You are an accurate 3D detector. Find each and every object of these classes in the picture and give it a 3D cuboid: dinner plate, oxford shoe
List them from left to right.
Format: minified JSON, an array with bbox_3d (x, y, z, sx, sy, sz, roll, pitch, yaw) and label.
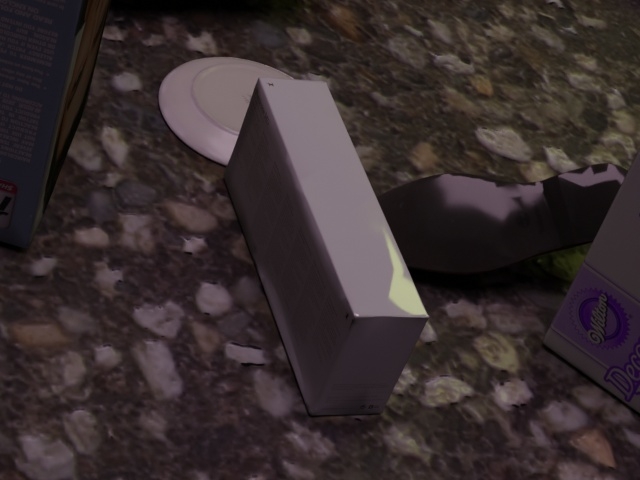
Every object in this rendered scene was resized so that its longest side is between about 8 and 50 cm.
[{"bbox_3d":[-0.056,-0.103,1.447,0.141,0.017,0.141,13,39,-11],"label":"dinner plate"},{"bbox_3d":[0.131,-0.010,1.391,0.212,0.076,0.076,-5,81,-10],"label":"oxford shoe"}]

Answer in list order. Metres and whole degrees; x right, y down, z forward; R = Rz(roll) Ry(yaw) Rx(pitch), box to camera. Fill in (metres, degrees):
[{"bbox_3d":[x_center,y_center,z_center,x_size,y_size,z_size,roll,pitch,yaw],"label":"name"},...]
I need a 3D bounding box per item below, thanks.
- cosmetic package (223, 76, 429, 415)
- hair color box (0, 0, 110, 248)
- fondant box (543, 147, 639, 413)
[{"bbox_3d":[0.000,0.000,1.289,0.060,0.099,0.239,0,44,-23],"label":"cosmetic package"},{"bbox_3d":[-0.190,-0.200,1.214,0.113,0.374,0.185,17,39,-4],"label":"hair color box"},{"bbox_3d":[0.340,0.065,1.253,0.330,0.238,0.096,37,43,19],"label":"fondant box"}]
